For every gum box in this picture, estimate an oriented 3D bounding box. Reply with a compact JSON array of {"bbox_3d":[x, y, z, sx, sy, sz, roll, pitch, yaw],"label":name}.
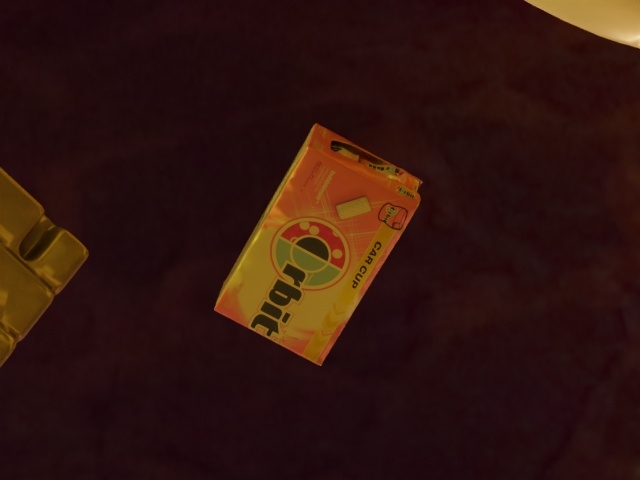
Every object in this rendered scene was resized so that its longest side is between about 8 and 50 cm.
[{"bbox_3d":[0.000,0.000,1.577,0.107,0.062,0.188,28,-67,-6],"label":"gum box"}]

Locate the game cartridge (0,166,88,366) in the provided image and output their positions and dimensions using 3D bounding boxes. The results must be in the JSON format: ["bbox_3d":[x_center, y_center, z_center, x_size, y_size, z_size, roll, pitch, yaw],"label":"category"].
[{"bbox_3d":[-0.326,-0.024,1.010,0.355,0.230,0.068,45,-21,-20],"label":"game cartridge"}]

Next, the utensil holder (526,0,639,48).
[{"bbox_3d":[0.216,-0.326,0.808,0.327,0.327,0.385,8,-39,-13],"label":"utensil holder"}]
